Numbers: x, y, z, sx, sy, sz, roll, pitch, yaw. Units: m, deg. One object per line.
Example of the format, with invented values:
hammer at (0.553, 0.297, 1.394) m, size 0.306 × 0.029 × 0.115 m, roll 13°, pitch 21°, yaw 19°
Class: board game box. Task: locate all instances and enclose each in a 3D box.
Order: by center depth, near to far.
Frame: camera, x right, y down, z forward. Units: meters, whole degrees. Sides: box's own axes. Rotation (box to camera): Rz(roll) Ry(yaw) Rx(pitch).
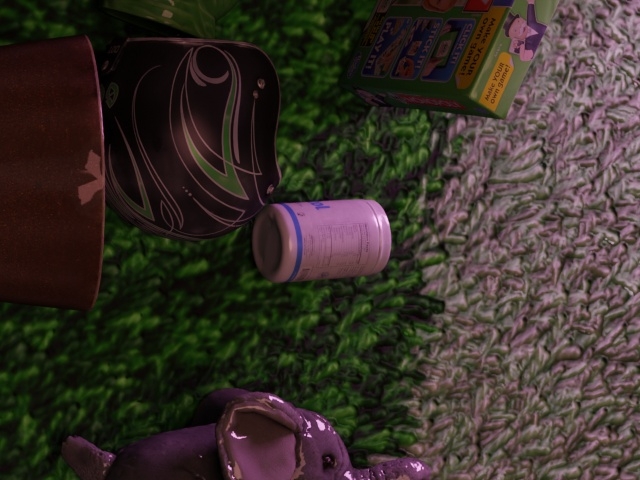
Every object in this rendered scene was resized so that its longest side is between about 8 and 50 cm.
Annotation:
board game box at (0.150, -0.260, 1.660) m, size 0.046 × 0.213 × 0.317 m, roll 29°, pitch 82°, yaw -28°

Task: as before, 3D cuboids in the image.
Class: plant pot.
plant pot at (-0.293, -0.049, 1.466) m, size 0.230 × 0.215 × 0.215 m, roll -2°, pitch 98°, yaw -14°

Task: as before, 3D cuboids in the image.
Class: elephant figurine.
elephant figurine at (-0.058, 0.194, 1.644) m, size 0.239 × 0.169 × 0.186 m, roll -40°, pitch 136°, yaw -16°

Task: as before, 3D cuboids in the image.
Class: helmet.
helmet at (-0.114, -0.080, 1.570) m, size 0.169 × 0.169 × 0.162 m, roll 2°, pitch 90°, yaw -29°

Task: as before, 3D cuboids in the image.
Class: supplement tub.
supplement tub at (0.000, 0.000, 1.693) m, size 0.107 × 0.071 × 0.071 m, roll -4°, pitch 99°, yaw -29°

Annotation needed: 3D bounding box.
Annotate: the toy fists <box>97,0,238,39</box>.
toy fists at (-0.173, -0.262, 1.550) m, size 0.279 × 0.096 × 0.142 m, roll 18°, pitch 87°, yaw -28°
